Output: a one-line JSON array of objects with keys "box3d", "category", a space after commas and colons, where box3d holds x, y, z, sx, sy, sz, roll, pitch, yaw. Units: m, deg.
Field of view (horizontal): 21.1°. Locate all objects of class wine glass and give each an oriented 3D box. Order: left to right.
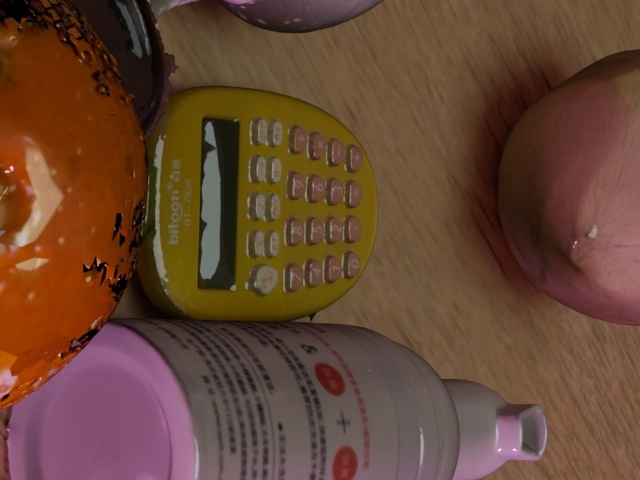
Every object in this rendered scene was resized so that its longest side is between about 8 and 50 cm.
[{"box3d": [-0.041, -0.167, 0.975, 0.321, 0.143, 0.143, -33, 117, -45], "category": "wine glass"}]

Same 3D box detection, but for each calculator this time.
[{"box3d": [-0.050, -0.020, 1.044, 0.235, 0.032, 0.146, 3, 88, -44], "category": "calculator"}]

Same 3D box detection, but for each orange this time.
[{"box3d": [-0.189, -0.029, 0.781, 0.234, 0.182, 0.234, -16, 114, -40], "category": "orange"}]

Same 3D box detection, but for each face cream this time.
[{"box3d": [-0.002, 0.122, 1.035, 0.370, 0.145, 0.145, 7, 87, -51], "category": "face cream"}]

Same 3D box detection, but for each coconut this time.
[{"box3d": [0.238, -0.034, 1.281, 0.224, 0.224, 0.224, -4, 96, -51], "category": "coconut"}]

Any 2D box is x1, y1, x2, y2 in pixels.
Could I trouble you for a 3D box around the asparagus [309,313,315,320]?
[{"box3d": [0.001, 0.000, 1.128, 0.025, 0.021, 0.108, 26, 73, -44], "category": "asparagus"}]
